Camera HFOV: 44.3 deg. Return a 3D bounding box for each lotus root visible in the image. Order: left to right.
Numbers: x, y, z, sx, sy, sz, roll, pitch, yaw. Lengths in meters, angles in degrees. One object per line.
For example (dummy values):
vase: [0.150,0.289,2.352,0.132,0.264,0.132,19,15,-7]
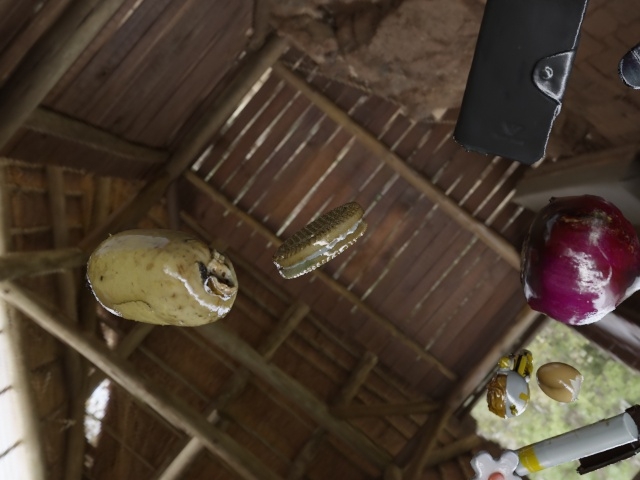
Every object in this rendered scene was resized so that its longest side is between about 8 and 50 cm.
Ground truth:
lotus root: [-0.253,0.057,1.215,0.284,0.146,0.160,-3,137,33]

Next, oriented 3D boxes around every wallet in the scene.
wallet: [0.383,-0.335,1.511,0.197,0.378,0.051,21,-153,22]

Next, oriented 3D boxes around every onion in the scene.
onion: [0.693,0.052,1.947,0.385,0.348,0.348,7,173,16]

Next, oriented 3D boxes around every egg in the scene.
egg: [0.492,0.292,1.626,0.096,0.080,0.080,13,168,29]

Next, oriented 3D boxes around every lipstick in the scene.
lipstick: [0.518,0.421,1.616,0.059,0.264,0.059,35,-142,-34]

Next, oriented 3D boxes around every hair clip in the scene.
hair clip: [0.318,0.534,1.602,0.146,0.257,0.075,43,163,-26]

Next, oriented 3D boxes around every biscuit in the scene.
biscuit: [0.000,0.000,1.823,0.079,0.259,0.259,56,180,-9]

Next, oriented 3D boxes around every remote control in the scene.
remote control: [0.696,-0.386,1.568,0.090,0.265,0.066,58,172,-2]

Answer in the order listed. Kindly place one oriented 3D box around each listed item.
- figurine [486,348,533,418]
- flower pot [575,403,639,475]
figurine: [0.314,0.235,1.276,0.068,0.101,0.143,7,-175,30]
flower pot: [0.735,0.488,1.964,0.178,0.251,0.084,-21,-106,-40]
